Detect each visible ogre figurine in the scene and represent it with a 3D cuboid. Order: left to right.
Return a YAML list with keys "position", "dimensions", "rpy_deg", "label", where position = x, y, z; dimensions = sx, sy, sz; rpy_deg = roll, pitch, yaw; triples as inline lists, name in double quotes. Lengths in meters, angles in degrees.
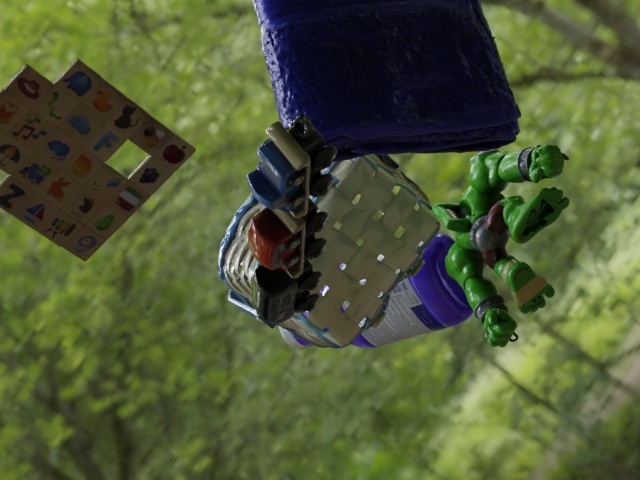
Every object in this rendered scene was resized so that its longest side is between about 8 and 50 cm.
- position: [0.173, -0.011, 1.321]
  dimensions: [0.096, 0.118, 0.197]
  rpy_deg: [-19, -58, -21]
  label: "ogre figurine"

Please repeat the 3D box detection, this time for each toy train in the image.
- position: [-0.017, -0.005, 0.618]
  dimensions: [0.036, 0.027, 0.158]
  rpy_deg: [-31, -24, -20]
  label: "toy train"

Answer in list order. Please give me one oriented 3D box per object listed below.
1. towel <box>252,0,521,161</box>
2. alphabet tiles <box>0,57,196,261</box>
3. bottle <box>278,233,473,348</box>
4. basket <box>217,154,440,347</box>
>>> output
- position: [0.041, -0.215, 1.106]
  dimensions: [0.227, 0.308, 0.076]
  rpy_deg: [-8, -15, -36]
  label: "towel"
- position: [-0.291, -0.097, 1.579]
  dimensions: [0.198, 0.237, 0.009]
  rpy_deg: [-44, 40, 10]
  label: "alphabet tiles"
- position: [0.066, 0.077, 1.735]
  dimensions: [0.282, 0.118, 0.092]
  rpy_deg: [-21, 23, 41]
  label: "bottle"
- position: [0.000, 0.000, 1.566]
  dimensions: [0.255, 0.201, 0.289]
  rpy_deg: [-52, 20, 0]
  label: "basket"
